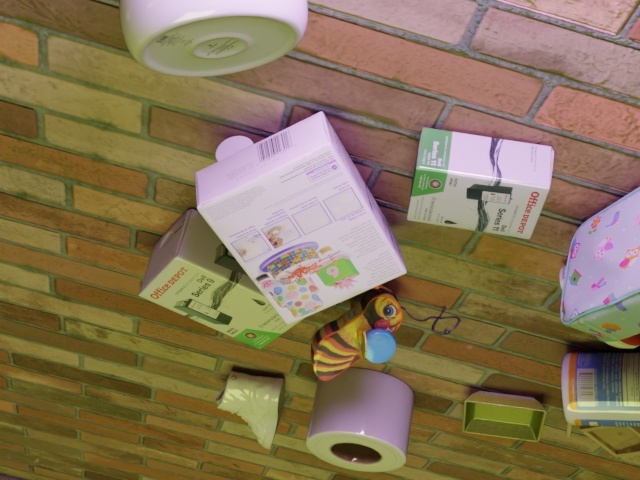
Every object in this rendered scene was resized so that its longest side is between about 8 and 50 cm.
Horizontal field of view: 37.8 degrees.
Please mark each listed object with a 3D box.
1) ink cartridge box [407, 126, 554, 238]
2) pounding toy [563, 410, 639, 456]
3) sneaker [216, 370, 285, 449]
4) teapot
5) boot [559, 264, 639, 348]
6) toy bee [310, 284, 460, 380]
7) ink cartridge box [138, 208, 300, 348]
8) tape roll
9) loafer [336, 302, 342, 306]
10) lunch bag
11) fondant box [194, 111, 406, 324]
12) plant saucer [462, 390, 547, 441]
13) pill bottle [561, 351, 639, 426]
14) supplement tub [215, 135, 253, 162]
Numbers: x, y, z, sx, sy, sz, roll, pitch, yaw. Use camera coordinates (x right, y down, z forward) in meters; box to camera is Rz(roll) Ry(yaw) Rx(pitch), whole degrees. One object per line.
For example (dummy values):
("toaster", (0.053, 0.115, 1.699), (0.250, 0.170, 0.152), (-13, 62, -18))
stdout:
("ink cartridge box", (0.251, -0.089, 1.487), (0.208, 0.087, 0.153), (8, 148, 4))
("pounding toy", (0.632, 0.393, 2.096), (0.206, 0.094, 0.181), (37, 146, -19))
("sneaker", (-0.185, 0.430, 2.415), (0.169, 0.108, 0.293), (12, 137, 4))
("teapot", (-0.143, -0.328, 1.181), (0.255, 0.187, 0.252), (-11, 171, 6))
("boot", (0.570, 0.107, 1.684), (0.176, 0.088, 0.244), (-21, 131, 38))
("toy bee", (0.100, 0.151, 1.870), (0.195, 0.298, 0.162), (22, 139, 63))
("ink cartridge box", (-0.188, 0.083, 1.861), (0.289, 0.122, 0.211), (26, 144, -19))
("tape roll", (0.098, 0.439, 2.263), (0.246, 0.169, 0.246), (8, 147, 5))
("loafer", (0.054, 0.087, 1.869), (0.039, 0.045, 0.125), (41, 139, 1))
("lunch bag", (0.502, 0.025, 1.461), (0.107, 0.224, 0.279), (26, 151, -15))
("fondant box", (-0.028, -0.026, 1.569), (0.238, 0.096, 0.330), (-24, 131, 10))
("plant saucer", (0.436, 0.413, 2.225), (0.188, 0.045, 0.188), (6, 147, 10))
("pill bottle", (0.636, 0.301, 1.892), (0.271, 0.152, 0.152), (-3, 144, 22))
("supplement tub", (-0.132, -0.118, 1.586), (0.071, 0.071, 0.107), (2, 147, 15))
